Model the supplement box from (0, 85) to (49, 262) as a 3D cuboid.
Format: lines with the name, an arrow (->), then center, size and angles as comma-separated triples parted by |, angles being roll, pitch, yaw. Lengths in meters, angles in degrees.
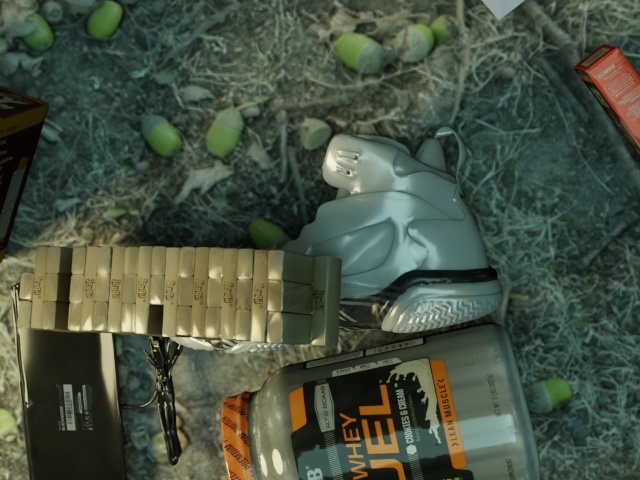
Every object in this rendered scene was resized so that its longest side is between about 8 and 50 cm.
supplement box -> -0.392, -0.065, 1.178 | 0.129, 0.191, 0.194 | 19, 102, -2

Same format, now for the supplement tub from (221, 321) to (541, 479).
supplement tub -> 0.065, 0.210, 1.220 | 0.316, 0.193, 0.193 | -13, 102, 5

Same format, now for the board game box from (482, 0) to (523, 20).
board game box -> 0.168, -0.345, 1.127 | 0.211, 0.039, 0.160 | 46, 139, -8

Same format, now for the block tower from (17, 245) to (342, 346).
block tower -> -0.148, 0.054, 1.148 | 0.335, 0.097, 0.091 | 0, 84, 27

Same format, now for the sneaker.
sneaker -> 0.000, 0.000, 1.212 | 0.366, 0.137, 0.210 | -8, 91, 13

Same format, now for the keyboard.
keyboard -> -0.248, 0.189, 1.312 | 0.201, 0.033, 0.317 | 0, 104, 9

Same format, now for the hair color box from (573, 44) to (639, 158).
hair color box -> 0.329, -0.137, 1.194 | 0.043, 0.072, 0.141 | -38, 98, 9
